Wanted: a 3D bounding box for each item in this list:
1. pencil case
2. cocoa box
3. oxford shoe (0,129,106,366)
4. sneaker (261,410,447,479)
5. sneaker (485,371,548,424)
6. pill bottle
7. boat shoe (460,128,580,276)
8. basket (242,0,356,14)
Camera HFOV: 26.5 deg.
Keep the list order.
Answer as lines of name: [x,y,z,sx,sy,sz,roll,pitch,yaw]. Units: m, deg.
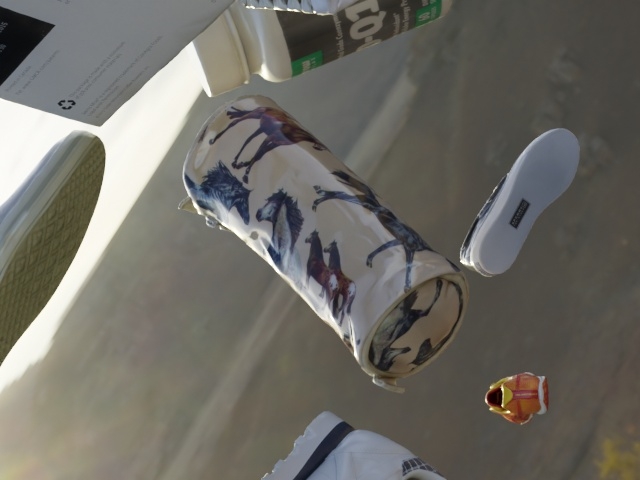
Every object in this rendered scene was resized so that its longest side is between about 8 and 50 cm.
pencil case: [0.000,0.000,1.682,0.160,0.410,0.183,-1,-53,-50]
cocoa box: [-0.231,-0.314,1.345,0.347,0.231,0.228,-36,52,39]
oxford shoe: [-0.372,0.058,1.418,0.449,0.130,0.169,-59,-16,-17]
sneaker: [0.000,0.184,0.788,0.235,0.095,0.090,-48,-23,-53]
sneaker: [0.231,0.186,1.644,0.175,0.067,0.064,88,-177,-76]
pill bottle: [-0.018,-0.343,1.884,0.361,0.204,0.204,-23,2,-6]
boat shoe: [0.258,-0.051,1.795,0.228,0.080,0.076,-60,22,-12]
basket: [-0.018,-0.279,1.111,0.103,0.167,0.113,7,35,39]
